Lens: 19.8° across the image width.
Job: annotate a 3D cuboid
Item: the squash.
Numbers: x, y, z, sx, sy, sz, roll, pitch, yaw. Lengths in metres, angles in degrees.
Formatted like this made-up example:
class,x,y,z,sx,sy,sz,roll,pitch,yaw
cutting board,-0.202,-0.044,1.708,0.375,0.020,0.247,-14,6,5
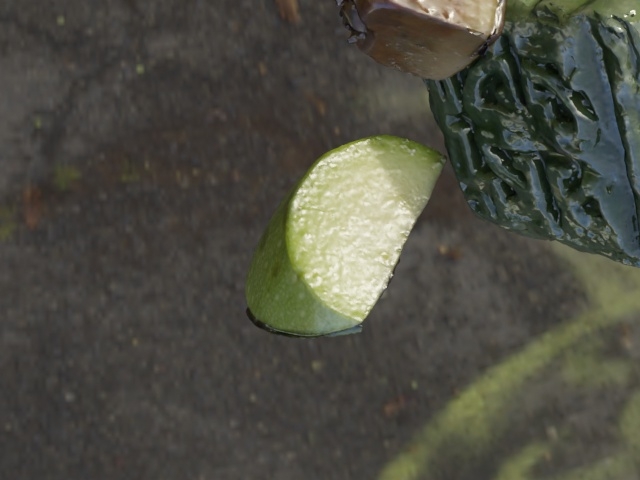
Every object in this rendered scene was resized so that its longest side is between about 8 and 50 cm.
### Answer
class,x,y,z,sx,sy,sz,roll,pitch,yaw
squash,-0.012,-0.015,1.518,0.184,0.192,0.085,-5,137,46

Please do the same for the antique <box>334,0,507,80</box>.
class,x,y,z,sx,sy,sz,roll,pitch,yaw
antique,0.074,-0.256,1.130,0.093,0.310,0.087,15,161,-16

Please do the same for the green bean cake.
class,x,y,z,sx,sy,sz,roll,pitch,yaw
green bean cake,0.204,-0.108,1.414,0.132,0.255,0.241,-35,125,-27
